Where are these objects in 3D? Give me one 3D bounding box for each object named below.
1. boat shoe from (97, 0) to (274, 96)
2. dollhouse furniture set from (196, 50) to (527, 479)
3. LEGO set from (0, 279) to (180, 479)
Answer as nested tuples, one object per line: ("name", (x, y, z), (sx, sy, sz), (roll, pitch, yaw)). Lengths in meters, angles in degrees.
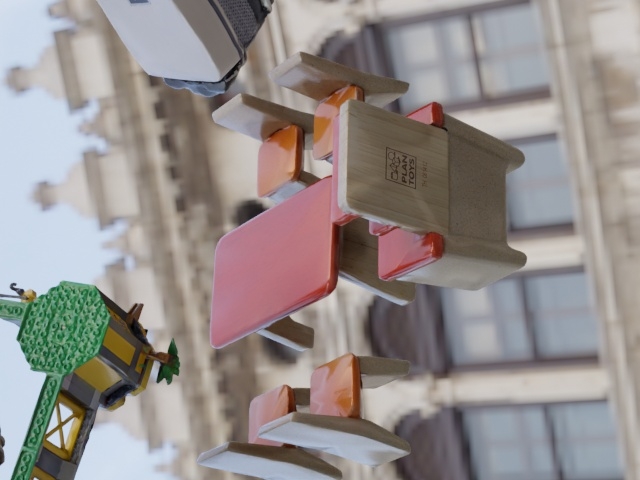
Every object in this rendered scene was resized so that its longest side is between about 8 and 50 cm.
("boat shoe", (-0.133, -0.285, 1.510), (0.158, 0.127, 0.340), (-56, -43, -29))
("dollhouse furniture set", (0.000, 0.000, 1.236), (0.135, 0.259, 0.262), (15, -116, -30))
("LEGO set", (-0.234, 0.146, 1.261), (0.192, 0.331, 0.255), (48, -135, -57))
